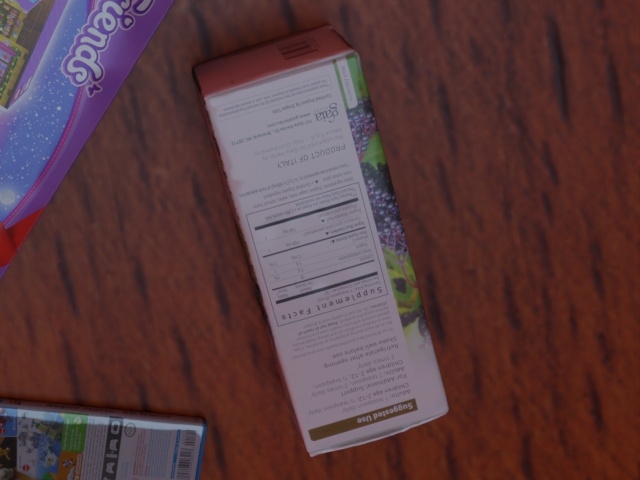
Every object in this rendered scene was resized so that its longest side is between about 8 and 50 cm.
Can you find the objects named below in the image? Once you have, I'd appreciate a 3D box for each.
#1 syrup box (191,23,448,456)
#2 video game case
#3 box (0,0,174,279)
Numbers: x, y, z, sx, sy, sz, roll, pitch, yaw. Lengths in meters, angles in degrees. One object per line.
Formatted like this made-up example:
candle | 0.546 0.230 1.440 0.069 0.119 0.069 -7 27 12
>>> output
syrup box | 0.000 0.000 1.003 0.096 0.093 0.237 -17 109 -3
video game case | -0.164 0.163 1.070 0.166 0.015 0.119 7 107 -11
box | -0.217 -0.119 0.953 0.201 0.057 0.293 31 100 -15
